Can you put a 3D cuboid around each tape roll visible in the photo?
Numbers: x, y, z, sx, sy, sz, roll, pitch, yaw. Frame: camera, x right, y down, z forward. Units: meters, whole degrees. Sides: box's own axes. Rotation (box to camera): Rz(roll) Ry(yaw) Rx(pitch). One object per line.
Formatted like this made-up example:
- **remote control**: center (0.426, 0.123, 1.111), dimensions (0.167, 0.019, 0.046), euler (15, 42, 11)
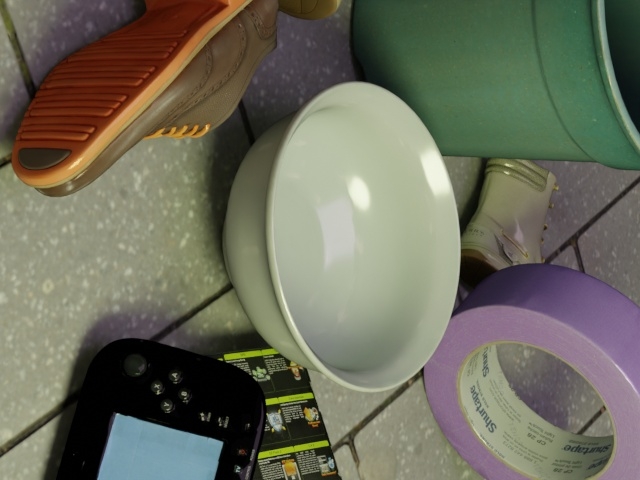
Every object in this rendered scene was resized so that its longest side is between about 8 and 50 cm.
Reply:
- **tape roll**: center (0.251, 0.162, 2.038), dimensions (0.090, 0.275, 0.274), euler (-44, 121, -43)

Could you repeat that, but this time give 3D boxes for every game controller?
- **game controller**: center (-0.155, 0.248, 1.650), dimensions (0.067, 0.166, 0.319), euler (103, 1, -73)

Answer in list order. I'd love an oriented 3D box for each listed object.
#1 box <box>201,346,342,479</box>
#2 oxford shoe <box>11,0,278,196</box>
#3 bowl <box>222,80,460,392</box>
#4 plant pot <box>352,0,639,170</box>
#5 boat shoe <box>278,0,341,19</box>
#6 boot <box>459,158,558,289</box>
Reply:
- **box**: center (-0.066, 0.195, 1.791), dimensions (0.191, 0.045, 0.184), euler (-5, 70, -51)
- **oxford shoe**: center (-0.137, -0.133, 1.698), dimensions (0.363, 0.130, 0.132), euler (-49, 132, -38)
- **bowl**: center (0.000, 0.000, 1.846), dimensions (0.298, 0.134, 0.297), euler (7, 81, -49)
- **plant pot**: center (0.237, -0.222, 1.991), dimensions (0.341, 0.334, 0.341), euler (4, 85, -50)
- **boat shoe**: center (-0.061, -0.366, 1.799), dimensions (0.110, 0.122, 0.341), euler (-55, 127, -36)
- **boot**: center (0.241, 0.006, 2.192), dimensions (0.213, 0.077, 0.165), euler (41, 56, -39)
